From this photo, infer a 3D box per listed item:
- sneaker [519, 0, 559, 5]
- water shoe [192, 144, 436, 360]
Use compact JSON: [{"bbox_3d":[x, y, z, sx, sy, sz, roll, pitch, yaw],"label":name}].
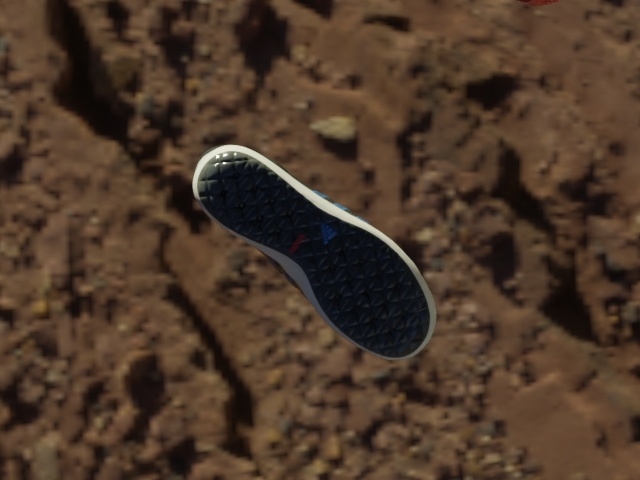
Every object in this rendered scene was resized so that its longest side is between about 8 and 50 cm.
[{"bbox_3d":[0.164,-0.202,0.944,0.087,0.128,0.221,23,91,47],"label":"sneaker"},{"bbox_3d":[0.000,0.000,1.366,0.203,0.080,0.073,42,96,-10],"label":"water shoe"}]
